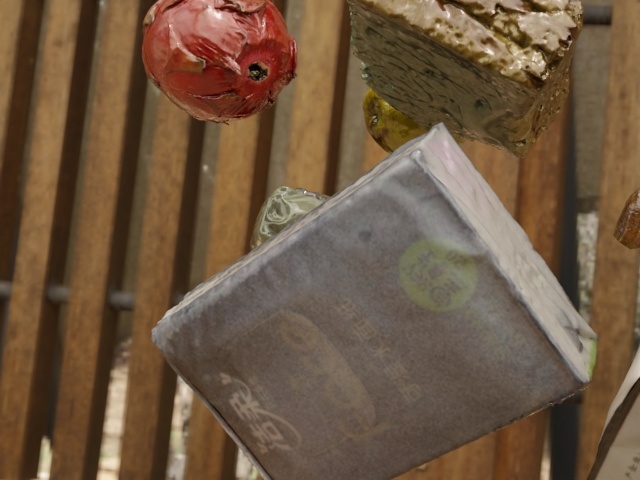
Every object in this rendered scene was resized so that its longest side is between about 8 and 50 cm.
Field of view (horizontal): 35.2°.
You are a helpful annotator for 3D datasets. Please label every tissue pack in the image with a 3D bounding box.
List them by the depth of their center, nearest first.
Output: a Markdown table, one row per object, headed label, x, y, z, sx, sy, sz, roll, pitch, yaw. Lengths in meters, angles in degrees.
| label | x | y | z | sx | sy | sz | roll | pitch | yaw |
| --- | --- | --- | --- | --- | --- | --- | --- | --- | --- |
| tissue pack | 0.048 | 0.101 | 1.062 | 0.394 | 0.288 | 0.124 | -33 | 6 | 31 |

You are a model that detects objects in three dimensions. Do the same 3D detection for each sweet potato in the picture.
| label | x | y | z | sx | sy | sz | roll | pitch | yaw |
| --- | --- | --- | --- | --- | --- | --- | --- | --- | --- |
| sweet potato | 0.405 | -0.045 | 1.250 | 0.049 | 0.117 | 0.049 | 25 | 8 | -4 |

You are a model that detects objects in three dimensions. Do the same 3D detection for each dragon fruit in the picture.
| label | x | y | z | sx | sy | sz | roll | pitch | yaw |
| --- | --- | --- | --- | --- | --- | --- | --- | --- | --- |
| dragon fruit | -0.158 | -0.297 | 1.566 | 0.252 | 0.241 | 0.241 | 44 | 10 | 21 |

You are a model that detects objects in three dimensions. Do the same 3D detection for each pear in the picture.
| label | x | y | z | sx | sy | sz | roll | pitch | yaw |
| --- | --- | --- | --- | --- | --- | --- | --- | --- | --- |
| pear | 0.142 | -0.183 | 1.468 | 0.162 | 0.148 | 0.149 | 4 | -3 | -26 |

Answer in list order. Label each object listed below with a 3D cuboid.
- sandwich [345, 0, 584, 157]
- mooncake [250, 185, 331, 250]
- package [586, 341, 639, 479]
| label | x | y | z | sx | sy | sz | roll | pitch | yaw |
| --- | --- | --- | --- | --- | --- | --- | --- | --- | --- |
| sandwich | 0.166 | -0.224 | 1.209 | 0.262 | 0.131 | 0.325 | 30 | -7 | 13 |
| mooncake | 0.001 | -0.005 | 1.820 | 0.250 | 0.136 | 0.254 | 15 | -18 | -9 |
| package | 0.345 | 0.135 | 0.810 | 0.204 | 0.250 | 0.062 | 18 | 14 | 4 |
